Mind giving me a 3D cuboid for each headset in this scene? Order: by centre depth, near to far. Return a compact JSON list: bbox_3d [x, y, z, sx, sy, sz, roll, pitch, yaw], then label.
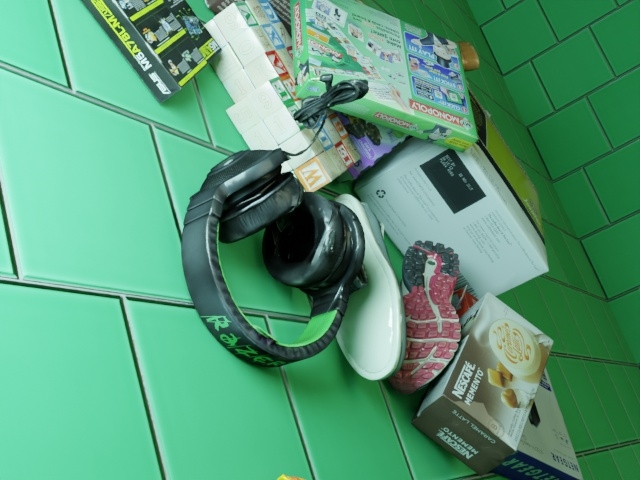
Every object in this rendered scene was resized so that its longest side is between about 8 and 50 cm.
[{"bbox_3d":[-0.030,-0.038,1.044,0.243,0.185,0.394,40,45,-34],"label":"headset"}]

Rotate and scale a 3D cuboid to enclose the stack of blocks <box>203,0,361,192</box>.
[{"bbox_3d":[-0.068,-0.216,1.280,0.297,0.087,0.171,59,25,-5],"label":"stack of blocks"}]

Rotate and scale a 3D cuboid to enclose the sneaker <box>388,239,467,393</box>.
[{"bbox_3d":[0.167,0.132,1.343,0.299,0.121,0.112,-66,166,-48],"label":"sneaker"}]

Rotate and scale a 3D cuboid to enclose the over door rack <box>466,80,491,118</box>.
[{"bbox_3d":[0.302,-0.302,2.076,0.239,0.108,0.324,49,42,-23],"label":"over door rack"}]

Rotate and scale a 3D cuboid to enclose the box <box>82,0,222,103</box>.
[{"bbox_3d":[-0.226,-0.295,1.120,0.184,0.045,0.190,55,25,-18],"label":"box"}]

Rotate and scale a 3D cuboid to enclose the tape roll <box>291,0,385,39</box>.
[{"bbox_3d":[0.059,-0.381,1.616,0.321,0.077,0.321,29,37,-24],"label":"tape roll"}]

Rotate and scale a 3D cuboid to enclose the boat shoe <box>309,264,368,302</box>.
[{"bbox_3d":[0.000,0.000,1.187,0.183,0.083,0.065,64,25,6],"label":"boat shoe"}]

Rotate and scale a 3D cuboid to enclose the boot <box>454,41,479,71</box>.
[{"bbox_3d":[0.259,-0.395,1.939,0.283,0.220,0.109,-96,-171,-56],"label":"boot"}]

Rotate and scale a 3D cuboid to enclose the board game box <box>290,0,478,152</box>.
[{"bbox_3d":[0.102,-0.277,1.339,0.317,0.046,0.213,15,55,-27],"label":"board game box"}]

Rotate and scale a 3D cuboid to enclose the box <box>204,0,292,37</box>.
[{"bbox_3d":[-0.076,-0.459,1.386,0.168,0.203,0.167,28,40,-50],"label":"box"}]

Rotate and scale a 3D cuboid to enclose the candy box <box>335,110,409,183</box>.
[{"bbox_3d":[0.071,-0.222,1.436,0.165,0.196,0.070,55,-19,-11],"label":"candy box"}]

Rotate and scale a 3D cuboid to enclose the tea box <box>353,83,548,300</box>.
[{"bbox_3d":[0.259,-0.097,1.619,0.329,0.220,0.323,52,27,-19],"label":"tea box"}]

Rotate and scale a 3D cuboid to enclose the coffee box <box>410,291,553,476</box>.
[{"bbox_3d":[0.257,0.219,1.306,0.141,0.098,0.246,37,45,1],"label":"coffee box"}]

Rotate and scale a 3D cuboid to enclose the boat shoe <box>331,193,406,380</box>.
[{"bbox_3d":[0.079,0.070,1.230,0.099,0.116,0.319,31,33,-41],"label":"boat shoe"}]

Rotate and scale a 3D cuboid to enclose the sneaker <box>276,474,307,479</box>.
[{"bbox_3d":[-0.030,0.321,0.841,0.067,0.064,0.175,24,34,-23],"label":"sneaker"}]

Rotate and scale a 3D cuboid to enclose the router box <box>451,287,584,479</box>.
[{"bbox_3d":[0.342,0.284,1.537,0.335,0.082,0.301,33,37,-46],"label":"router box"}]
